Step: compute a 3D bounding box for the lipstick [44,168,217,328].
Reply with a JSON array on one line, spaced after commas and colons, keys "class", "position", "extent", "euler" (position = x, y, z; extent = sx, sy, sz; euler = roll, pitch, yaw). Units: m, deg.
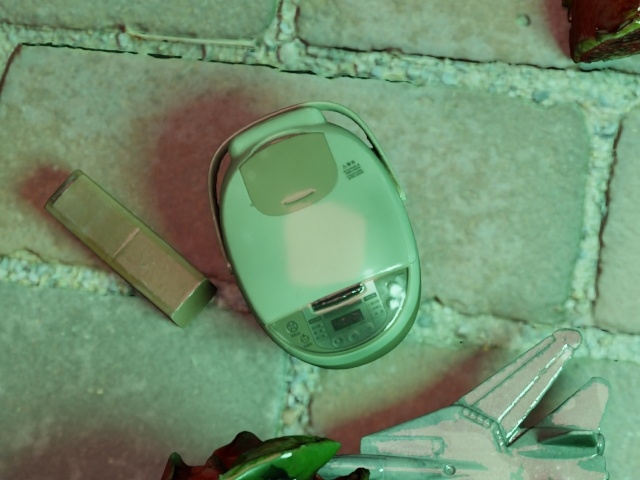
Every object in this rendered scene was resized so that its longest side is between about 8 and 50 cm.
[{"class": "lipstick", "position": [-0.151, 0.006, 1.460], "extent": [0.145, 0.045, 0.045], "euler": [40, 83, 18]}]

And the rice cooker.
[{"class": "rice cooker", "position": [0.000, 0.000, 1.392], "extent": [0.145, 0.127, 0.206], "euler": [-22, 67, 3]}]

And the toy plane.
[{"class": "toy plane", "position": [0.080, 0.173, 1.350], "extent": [0.267, 0.088, 0.212], "euler": [-4, 71, 18]}]

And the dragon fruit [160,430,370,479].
[{"class": "dragon fruit", "position": [-0.035, 0.276, 1.256], "extent": [0.233, 0.234, 0.293], "euler": [-7, 108, 9]}]

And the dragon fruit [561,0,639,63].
[{"class": "dragon fruit", "position": [0.247, -0.221, 1.415], "extent": [0.120, 0.127, 0.161], "euler": [-7, 73, 1]}]
